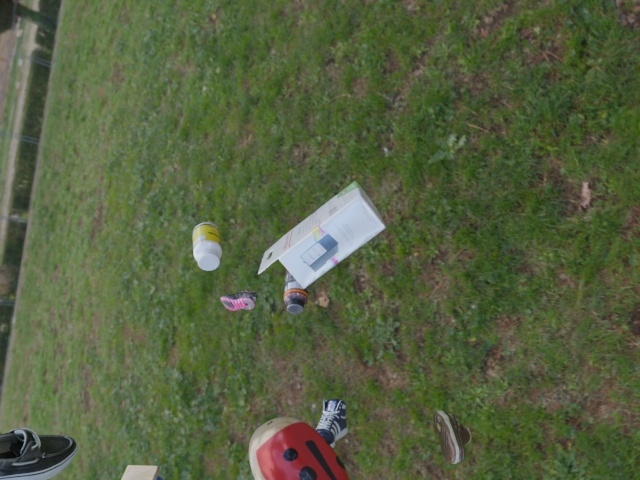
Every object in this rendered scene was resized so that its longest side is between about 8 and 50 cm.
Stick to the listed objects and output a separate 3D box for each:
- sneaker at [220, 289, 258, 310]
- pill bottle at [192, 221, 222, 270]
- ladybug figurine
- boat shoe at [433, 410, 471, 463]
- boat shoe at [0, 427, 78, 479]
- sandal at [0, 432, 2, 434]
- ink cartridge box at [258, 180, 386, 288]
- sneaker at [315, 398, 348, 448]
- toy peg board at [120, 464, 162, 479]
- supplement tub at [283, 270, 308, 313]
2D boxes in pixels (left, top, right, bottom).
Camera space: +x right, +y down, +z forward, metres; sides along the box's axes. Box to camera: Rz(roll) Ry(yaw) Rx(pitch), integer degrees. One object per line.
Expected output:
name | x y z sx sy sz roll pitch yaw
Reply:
sneaker | -0.223 0.161 1.360 0.119 0.047 0.057 -1 38 30
pill bottle | -0.259 0.015 1.123 0.065 0.065 0.116 -54 32 24
ladybug figurine | -0.043 0.730 1.534 0.449 0.305 0.162 44 112 34
boat shoe | 0.409 0.584 1.478 0.257 0.095 0.095 -69 -18 -82
boat shoe | -0.763 0.541 1.239 0.121 0.335 0.119 31 100 29
sandal | -0.834 0.672 1.269 0.167 0.107 0.445 -42 55 -19
ink cartridge box | 0.000 0.000 1.387 0.353 0.119 0.207 -37 14 11
sneaker | 0.029 0.717 1.930 0.099 0.282 0.153 -3 86 24
toy peg board | -0.576 0.815 1.562 0.161 0.079 0.161 -15 41 32
supplement tub | -0.103 0.214 2.090 0.106 0.106 0.198 -38 34 35
